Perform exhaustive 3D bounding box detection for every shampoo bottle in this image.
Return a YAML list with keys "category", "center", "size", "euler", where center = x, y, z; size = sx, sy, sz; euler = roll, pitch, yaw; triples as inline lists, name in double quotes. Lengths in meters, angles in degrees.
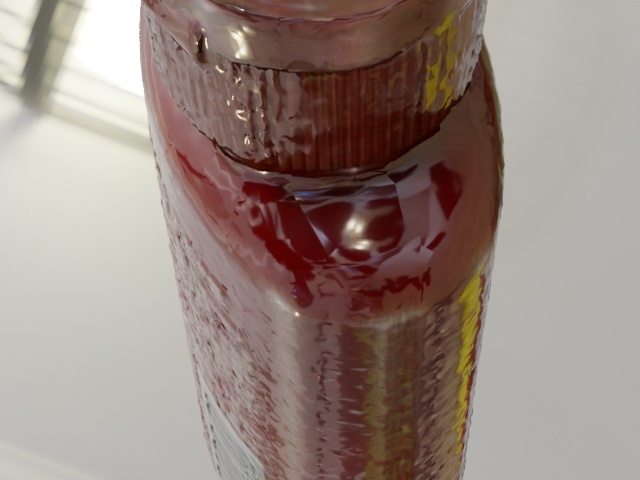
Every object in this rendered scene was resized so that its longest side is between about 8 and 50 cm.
- category: "shampoo bottle"
  center: [0.001, 0.000, 0.494]
  size: [0.314, 0.076, 0.118]
  euler: [88, 169, -63]
